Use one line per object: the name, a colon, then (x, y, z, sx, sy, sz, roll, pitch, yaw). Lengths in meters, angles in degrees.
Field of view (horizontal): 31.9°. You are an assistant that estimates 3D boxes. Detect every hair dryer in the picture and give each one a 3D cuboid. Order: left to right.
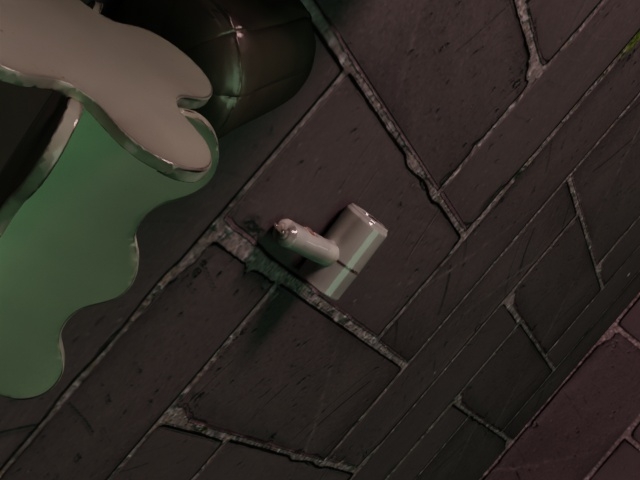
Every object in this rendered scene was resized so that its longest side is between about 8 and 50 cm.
hair dryer: (0.000, 0.000, 0.987, 0.082, 0.047, 0.137, -53, 149, 7)

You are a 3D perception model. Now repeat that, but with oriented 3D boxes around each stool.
stool: (-0.060, -0.110, 0.652, 0.110, 0.096, 0.096, -27, 149, -52)

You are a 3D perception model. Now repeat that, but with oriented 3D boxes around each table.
table: (-0.163, -0.017, 0.543, 0.198, 0.166, 0.166, -51, 158, 21)
